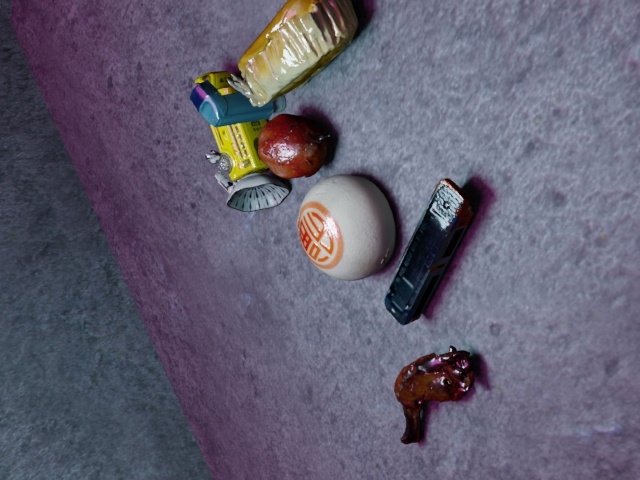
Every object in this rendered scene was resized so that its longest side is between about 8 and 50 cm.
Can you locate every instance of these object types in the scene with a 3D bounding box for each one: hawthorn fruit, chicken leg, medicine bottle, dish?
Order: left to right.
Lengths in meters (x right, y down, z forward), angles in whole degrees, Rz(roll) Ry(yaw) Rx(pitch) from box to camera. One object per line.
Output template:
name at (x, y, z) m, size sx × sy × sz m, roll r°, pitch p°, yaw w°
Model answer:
medicine bottle at (-0.223, -0.382, 1.963) m, size 0.079 × 0.258 × 0.124 m, roll -47°, pitch 64°, yaw 51°
dish at (-0.189, -0.152, 2.101) m, size 0.191 × 0.191 × 0.066 m, roll -42°, pitch 55°, yaw 52°
hawthorn fruit at (-0.059, -0.251, 1.872) m, size 0.235 × 0.181 × 0.181 m, roll -1°, pitch 103°, yaw 53°
chicken leg at (0.264, 0.380, 1.781) m, size 0.158 × 0.096 × 0.407 m, roll 35°, pitch 136°, yaw 14°

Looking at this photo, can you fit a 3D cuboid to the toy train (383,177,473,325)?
toy train at (0.253, 0.029, 1.642) m, size 0.086 × 0.089 × 0.409 m, roll 50°, pitch 138°, yaw 32°

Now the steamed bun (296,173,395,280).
steamed bun at (0.047, -0.026, 1.818) m, size 0.283 × 0.177 × 0.283 m, roll 27°, pitch 125°, yaw 45°

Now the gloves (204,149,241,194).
gloves at (-0.270, -0.213, 2.233) m, size 0.212 × 0.111 × 0.127 m, roll 56°, pitch 166°, yaw 18°

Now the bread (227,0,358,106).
bread at (-0.068, -0.488, 1.755) m, size 0.388 × 0.236 × 0.183 m, roll -27°, pitch 99°, yaw 46°

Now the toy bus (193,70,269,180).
toy bus at (-0.244, -0.354, 2.102) m, size 0.152 × 0.144 × 0.330 m, roll -19°, pitch 91°, yaw 46°
